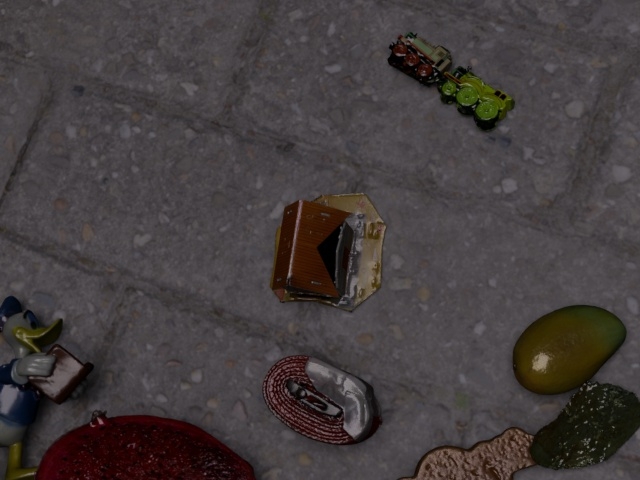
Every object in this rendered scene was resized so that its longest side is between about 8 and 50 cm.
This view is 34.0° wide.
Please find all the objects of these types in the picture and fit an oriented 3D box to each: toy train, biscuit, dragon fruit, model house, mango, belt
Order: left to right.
[{"bbox_3d":[-0.291,0.468,1.679,0.371,0.386,0.249,40,126,41],"label":"dragon fruit"},{"bbox_3d":[0.000,0.000,1.814,0.207,0.136,0.219,6,78,16],"label":"model house"},{"bbox_3d":[0.001,0.269,1.756,0.201,0.124,0.128,24,85,17],"label":"belt"},{"bbox_3d":[0.229,-0.291,1.879,0.249,0.053,0.085,39,79,18],"label":"toy train"},{"bbox_3d":[0.235,0.415,1.692,0.295,0.044,0.186,-12,70,-3],"label":"biscuit"},{"bbox_3d":[0.404,0.175,1.706,0.194,0.092,0.130,-21,72,3],"label":"mango"}]

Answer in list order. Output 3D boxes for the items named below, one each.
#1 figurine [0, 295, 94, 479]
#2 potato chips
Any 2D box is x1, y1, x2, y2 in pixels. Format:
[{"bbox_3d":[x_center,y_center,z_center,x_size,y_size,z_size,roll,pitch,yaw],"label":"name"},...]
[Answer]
[{"bbox_3d":[-0.534,0.238,1.853,0.283,0.204,0.338,-34,57,29],"label":"figurine"},{"bbox_3d":[0.430,0.294,1.674,0.209,0.026,0.142,-6,96,-8],"label":"potato chips"}]
